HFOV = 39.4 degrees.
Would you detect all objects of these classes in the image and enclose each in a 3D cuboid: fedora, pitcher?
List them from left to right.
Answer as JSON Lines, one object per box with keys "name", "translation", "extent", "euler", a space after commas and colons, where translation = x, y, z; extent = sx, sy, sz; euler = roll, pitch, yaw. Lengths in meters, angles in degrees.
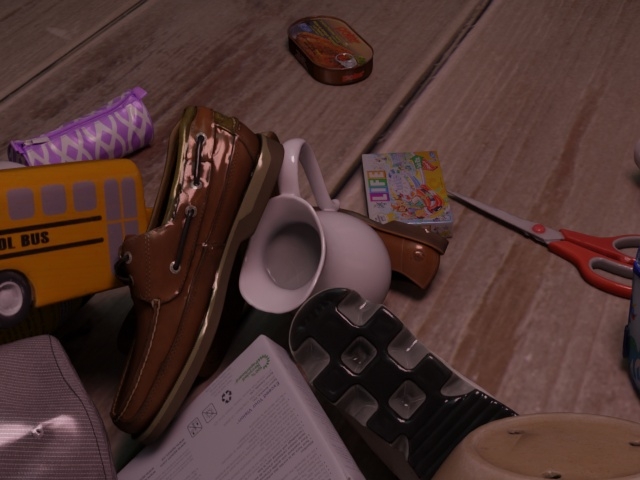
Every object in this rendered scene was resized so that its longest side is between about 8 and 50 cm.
{"name": "fedora", "translation": [-0.234, 0.174, 0.719], "extent": [0.124, 0.244, 0.276], "euler": [-21, 70, -15]}
{"name": "pitcher", "translation": [0.000, 0.000, 0.928], "extent": [0.125, 0.207, 0.178], "euler": [2, 80, 23]}

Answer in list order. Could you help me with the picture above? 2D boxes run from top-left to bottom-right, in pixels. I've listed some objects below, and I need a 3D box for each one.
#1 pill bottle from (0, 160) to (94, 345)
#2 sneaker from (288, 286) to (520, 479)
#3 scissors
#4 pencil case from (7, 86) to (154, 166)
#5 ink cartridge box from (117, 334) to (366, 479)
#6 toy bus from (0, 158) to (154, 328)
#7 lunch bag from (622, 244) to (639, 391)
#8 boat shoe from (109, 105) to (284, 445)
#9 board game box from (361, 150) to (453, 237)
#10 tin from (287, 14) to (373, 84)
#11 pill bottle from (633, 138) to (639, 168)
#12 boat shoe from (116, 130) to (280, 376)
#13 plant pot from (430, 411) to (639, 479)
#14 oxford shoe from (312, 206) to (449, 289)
{"name": "pill bottle", "translation": [-0.392, 0.078, 0.894], "extent": [0.187, 0.188, 0.334], "euler": [20, 45, 24]}
{"name": "sneaker", "translation": [0.112, 0.180, 0.810], "extent": [0.122, 0.146, 0.330], "euler": [-40, 74, -5]}
{"name": "scissors", "translation": [0.277, 0.000, 1.084], "extent": [0.297, 0.021, 0.109], "euler": [17, 46, 20]}
{"name": "pencil case", "translation": [-0.328, -0.136, 1.224], "extent": [0.206, 0.088, 0.086], "euler": [-33, 51, -32]}
{"name": "ink cartridge box", "translation": [-0.071, 0.226, 0.726], "extent": [0.223, 0.045, 0.224], "euler": [-44, 44, 9]}
{"name": "toy bus", "translation": [-0.264, -0.001, 0.813], "extent": [0.108, 0.130, 0.332], "euler": [0, 9, 37]}
{"name": "lunch bag", "translation": [0.365, 0.093, 0.824], "extent": [0.090, 0.176, 0.219], "euler": [-5, 23, -8]}
{"name": "boat shoe", "translation": [-0.139, 0.025, 0.817], "extent": [0.104, 0.110, 0.307], "euler": [26, 72, -22]}
{"name": "board game box", "translation": [0.110, -0.060, 1.159], "extent": [0.103, 0.026, 0.154], "euler": [-3, 40, 0]}
{"name": "tin", "translation": [0.016, -0.311, 1.454], "extent": [0.106, 0.040, 0.190], "euler": [-20, 43, -14]}
{"name": "pill bottle", "translation": [0.465, -0.064, 1.083], "extent": [0.108, 0.108, 0.194], "euler": [-11, 41, -10]}
{"name": "boat shoe", "translation": [-0.133, 0.000, 1.029], "extent": [0.123, 0.123, 0.342], "euler": [4, 51, 18]}
{"name": "plant pot", "translation": [0.158, 0.220, 0.567], "extent": [0.284, 0.191, 0.284], "euler": [-4, 7, 1]}
{"name": "oxford shoe", "translation": [0.041, 0.008, 1.055], "extent": [0.212, 0.076, 0.076], "euler": [14, 80, 32]}
